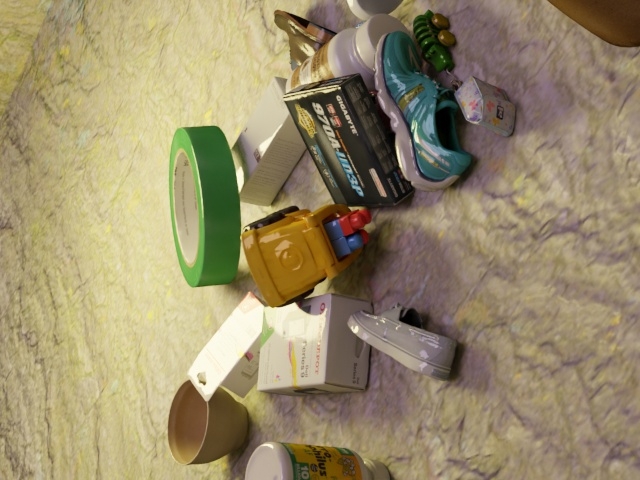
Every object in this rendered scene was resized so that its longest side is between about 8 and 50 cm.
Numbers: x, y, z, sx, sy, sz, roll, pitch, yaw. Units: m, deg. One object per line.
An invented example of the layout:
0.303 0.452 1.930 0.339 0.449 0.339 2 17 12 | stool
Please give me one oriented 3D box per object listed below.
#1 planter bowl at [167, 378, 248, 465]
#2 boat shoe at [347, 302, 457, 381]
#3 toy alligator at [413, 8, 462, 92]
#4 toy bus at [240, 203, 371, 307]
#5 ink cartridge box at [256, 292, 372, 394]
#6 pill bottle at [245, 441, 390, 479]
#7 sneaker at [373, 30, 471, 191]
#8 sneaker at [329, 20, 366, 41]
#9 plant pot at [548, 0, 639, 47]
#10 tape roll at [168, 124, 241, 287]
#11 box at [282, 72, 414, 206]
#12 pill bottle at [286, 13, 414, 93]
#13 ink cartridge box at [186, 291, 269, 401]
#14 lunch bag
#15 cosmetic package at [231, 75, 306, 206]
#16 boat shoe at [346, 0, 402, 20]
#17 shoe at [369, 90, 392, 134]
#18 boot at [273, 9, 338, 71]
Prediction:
-0.206 0.347 2.140 0.162 0.109 0.162 -23 61 51 | planter bowl
0.130 0.142 1.739 0.227 0.079 0.081 27 93 52 | boat shoe
0.183 -0.309 1.821 0.056 0.051 0.189 -47 43 39 | toy alligator
0.000 0.000 1.901 0.211 0.220 0.149 -22 94 22 | toy bus
-0.012 0.180 1.918 0.212 0.093 0.154 -14 68 53 | ink cartridge box
0.000 0.372 1.725 0.117 0.208 0.117 -25 59 52 | pill bottle
0.167 -0.212 1.774 0.110 0.107 0.275 -33 67 40 | sneaker
0.059 -0.344 2.025 0.135 0.052 0.058 -27 63 52 | sneaker
0.334 -0.396 1.437 0.237 0.254 0.237 -27 57 51 | plant pot
-0.234 -0.068 2.253 0.321 0.077 0.321 175 90 -72 | tape roll
0.044 -0.161 1.868 0.175 0.051 0.220 2 122 56 | box
0.053 -0.289 1.940 0.229 0.131 0.131 -31 54 48 | pill bottle
-0.149 0.207 2.083 0.198 0.067 0.115 -51 36 2 | ink cartridge box
0.248 -0.195 1.668 0.053 0.071 0.083 -46 42 34 | lunch bag
-0.094 -0.188 2.175 0.231 0.085 0.117 -58 38 30 | cosmetic package
0.086 -0.548 1.975 0.156 0.136 0.367 -4 73 56 | boat shoe
0.073 -0.197 1.923 0.178 0.081 0.063 -34 52 47 | shoe
-0.045 -0.372 2.163 0.219 0.082 0.106 37 108 53 | boot
